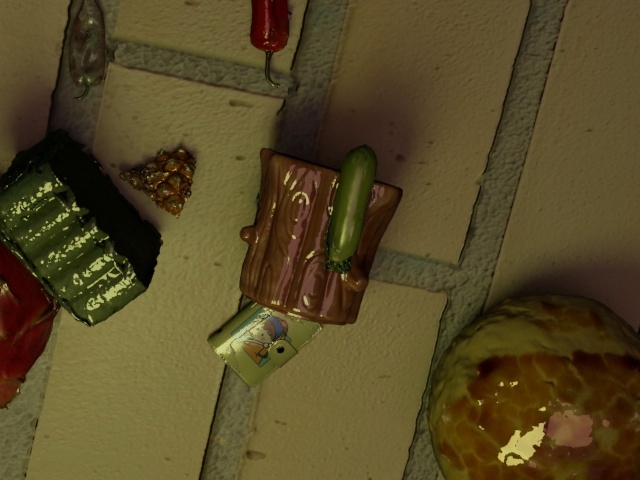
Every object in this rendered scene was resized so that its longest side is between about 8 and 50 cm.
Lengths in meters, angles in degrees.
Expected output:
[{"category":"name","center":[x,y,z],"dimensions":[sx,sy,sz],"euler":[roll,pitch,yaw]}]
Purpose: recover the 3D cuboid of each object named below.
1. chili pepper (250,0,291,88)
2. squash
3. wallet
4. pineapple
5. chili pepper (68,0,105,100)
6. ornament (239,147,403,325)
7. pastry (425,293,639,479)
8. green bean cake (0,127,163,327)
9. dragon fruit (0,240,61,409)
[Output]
[{"category":"chili pepper","center":[-0.072,-0.355,1.867],"dimensions":[0.059,0.050,0.268],"euler":[4,103,7]},{"category":"squash","center":[0.039,-0.042,1.756],"dimensions":[0.052,0.052,0.183],"euler":[12,101,-11]},{"category":"wallet","center":[-0.083,0.146,1.997],"dimensions":[0.155,0.039,0.110],"euler":[-40,105,4]},{"category":"pineapple","center":[-0.242,-0.087,1.911],"dimensions":[0.114,0.077,0.114],"euler":[13,67,-1]},{"category":"chili pepper","center":[-0.336,-0.278,1.852],"dimensions":[0.050,0.041,0.153],"euler":[1,88,-29]},{"category":"ornament","center":[0.000,0.000,1.874],"dimensions":[0.235,0.221,0.218],"euler":[10,98,-56]},{"category":"pastry","center":[0.351,0.276,1.955],"dimensions":[0.388,0.312,0.389],"euler":[-2,100,-9]},{"category":"green bean cake","center":[-0.342,-0.026,1.808],"dimensions":[0.132,0.255,0.241],"euler":[-37,107,10]},{"category":"dragon fruit","center":[-0.492,0.093,1.832],"dimensions":[0.250,0.250,0.315],"euler":[30,81,-14]}]
